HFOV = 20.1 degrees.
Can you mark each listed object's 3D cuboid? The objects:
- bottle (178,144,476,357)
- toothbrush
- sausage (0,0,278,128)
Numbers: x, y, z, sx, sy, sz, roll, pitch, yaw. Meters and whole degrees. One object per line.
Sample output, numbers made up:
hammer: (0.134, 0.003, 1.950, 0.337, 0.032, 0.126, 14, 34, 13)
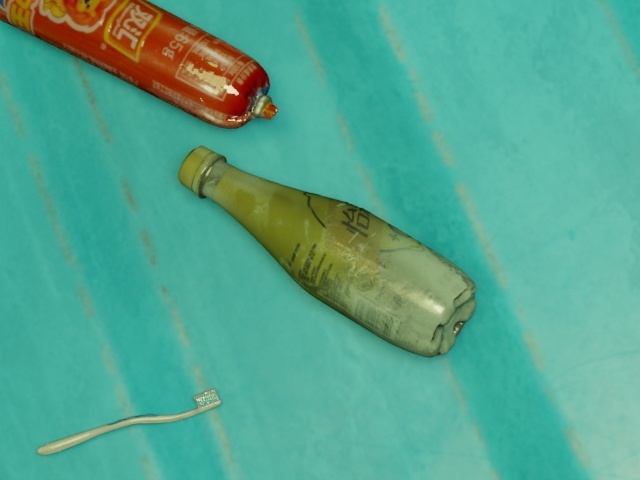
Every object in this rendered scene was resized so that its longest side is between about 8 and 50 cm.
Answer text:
bottle: (0.000, 0.000, 1.458, 0.270, 0.083, 0.083, 32, 87, 20)
toothbrush: (-0.159, 0.155, 1.494, 0.162, 0.014, 0.017, -19, 90, 8)
sausage: (-0.152, -0.165, 1.526, 0.274, 0.074, 0.074, 28, 86, 15)
